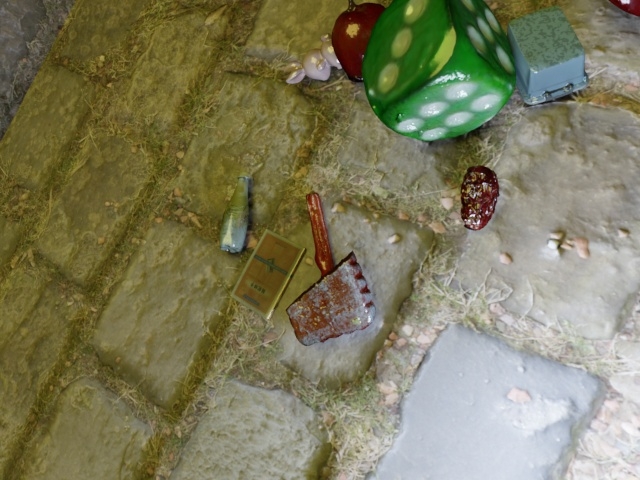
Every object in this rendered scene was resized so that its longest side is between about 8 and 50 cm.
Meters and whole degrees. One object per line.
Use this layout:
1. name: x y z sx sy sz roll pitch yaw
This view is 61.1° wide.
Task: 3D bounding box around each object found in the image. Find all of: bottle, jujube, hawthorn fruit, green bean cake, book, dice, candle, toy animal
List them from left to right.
1. bottle: -0.266 -0.096 1.744 0.083 0.083 0.269 -2 69 29
2. book: -0.162 0.098 1.651 0.170 0.018 0.241 26 86 34
3. toy animal: -0.013 -0.570 1.760 0.212 0.124 0.124 -23 62 32
4. candle: 0.000 0.000 1.572 0.048 0.051 0.329 -39 53 43
5. green bean cake: 0.022 0.163 1.447 0.233 0.097 0.198 -25 86 20
6. hawthorn fruit: 0.127 -0.597 1.594 0.215 0.249 0.215 -25 31 17
7. dice: 0.297 -0.443 1.375 0.297 0.287 0.300 -30 58 43
8. jujube: 0.398 -0.106 1.361 0.104 0.104 0.165 6 87 31

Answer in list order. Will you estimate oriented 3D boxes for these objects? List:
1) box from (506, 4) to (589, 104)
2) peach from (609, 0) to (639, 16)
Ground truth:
1. box: 0.563 -0.469 1.369 0.162 0.130 0.227 -17 62 11
2. peach: 0.822 -0.658 1.182 0.406 0.310 0.335 17 119 44
